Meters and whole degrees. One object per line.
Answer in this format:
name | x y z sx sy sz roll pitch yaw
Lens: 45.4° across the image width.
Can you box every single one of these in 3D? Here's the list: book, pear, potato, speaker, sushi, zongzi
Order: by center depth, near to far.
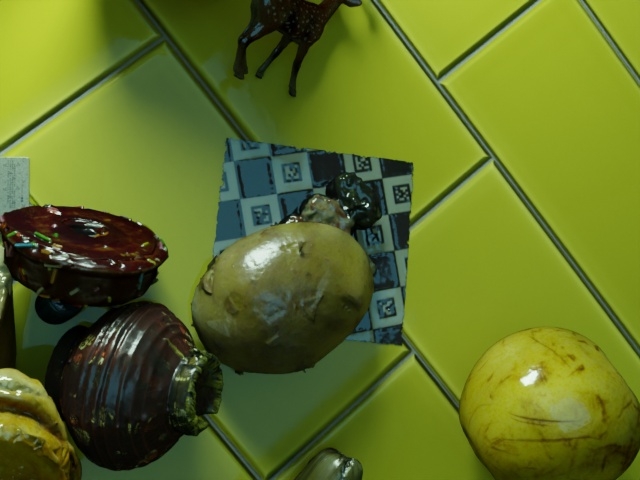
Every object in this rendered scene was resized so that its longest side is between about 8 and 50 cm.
speaker | -0.380 0.079 1.147 0.060 0.075 0.094 43 54 -16
book | -0.528 -0.068 1.150 0.172 0.012 0.118 -1 86 -14
potato | -0.052 0.098 1.167 0.299 0.116 0.239 -21 106 -7
zongzi | -0.061 0.426 1.184 0.242 0.112 0.220 11 86 -12
pear | 0.362 0.276 1.224 0.281 0.281 0.280 1 87 -14
sushi | 0.000 0.000 1.245 0.340 0.069 0.320 7 85 -13

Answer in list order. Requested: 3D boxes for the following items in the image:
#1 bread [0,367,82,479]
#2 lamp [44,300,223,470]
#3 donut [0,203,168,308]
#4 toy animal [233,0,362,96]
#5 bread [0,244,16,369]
bread | -0.420 0.284 0.976 0.198 0.120 0.236 -18 114 -9
lamp | -0.259 0.206 1.091 0.247 0.247 0.246 1 87 -14
donut | -0.340 0.020 1.093 0.235 0.235 0.089 13 108 -13
toy animal | -0.024 -0.359 1.212 0.087 0.243 0.260 36 108 19
bread | -0.523 0.115 1.038 0.184 0.211 0.224 5 91 -6
